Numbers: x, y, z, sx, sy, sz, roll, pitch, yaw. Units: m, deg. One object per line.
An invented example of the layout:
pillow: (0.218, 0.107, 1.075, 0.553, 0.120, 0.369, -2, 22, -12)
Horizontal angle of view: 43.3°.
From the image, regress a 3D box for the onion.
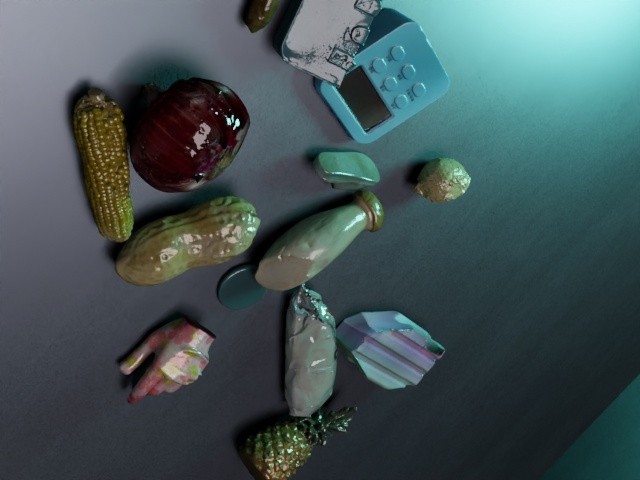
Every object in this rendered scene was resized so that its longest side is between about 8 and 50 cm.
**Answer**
onion: (-0.252, -0.210, 1.507, 0.252, 0.219, 0.252, -36, 176, -3)

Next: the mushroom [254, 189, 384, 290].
mushroom: (0.000, 0.000, 1.883, 0.350, 0.128, 0.128, -32, 133, -19)

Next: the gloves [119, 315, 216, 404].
gloves: (-0.353, 0.288, 1.838, 0.241, 0.126, 0.145, -54, 140, -2)

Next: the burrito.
burrito: (-0.025, 0.276, 2.069, 0.138, 0.101, 0.446, -7, 125, -12)

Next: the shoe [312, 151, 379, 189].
shoe: (0.048, -0.156, 1.853, 0.195, 0.079, 0.078, 3, 154, -45)

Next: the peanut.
peanut: (-0.279, 0.005, 1.682, 0.313, 0.149, 0.149, -23, 131, -17)

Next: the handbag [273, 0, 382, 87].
handbag: (0.025, -0.438, 1.601, 0.179, 0.062, 0.229, 22, 107, -25)

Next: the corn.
corn: (-0.405, -0.134, 1.523, 0.097, 0.097, 0.320, -18, 131, -25)

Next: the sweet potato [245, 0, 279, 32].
sweet potato: (-0.091, -0.517, 1.492, 0.075, 0.075, 0.273, -8, 128, -31)

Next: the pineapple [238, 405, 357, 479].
pineapple: (-0.052, 0.533, 2.210, 0.340, 0.169, 0.169, -30, 134, -25)

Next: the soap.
soap: (0.183, 0.297, 2.226, 0.193, 0.109, 0.324, -51, 135, 5)

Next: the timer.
timer: (0.134, -0.345, 1.759, 0.250, 0.091, 0.232, -41, 135, 2)

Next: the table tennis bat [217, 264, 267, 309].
table tennis bat: (-0.148, 0.101, 1.910, 0.201, 0.033, 0.124, -18, 131, -21)

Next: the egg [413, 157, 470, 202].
egg: (0.301, -0.148, 1.992, 0.140, 0.116, 0.118, -3, 149, -29)
